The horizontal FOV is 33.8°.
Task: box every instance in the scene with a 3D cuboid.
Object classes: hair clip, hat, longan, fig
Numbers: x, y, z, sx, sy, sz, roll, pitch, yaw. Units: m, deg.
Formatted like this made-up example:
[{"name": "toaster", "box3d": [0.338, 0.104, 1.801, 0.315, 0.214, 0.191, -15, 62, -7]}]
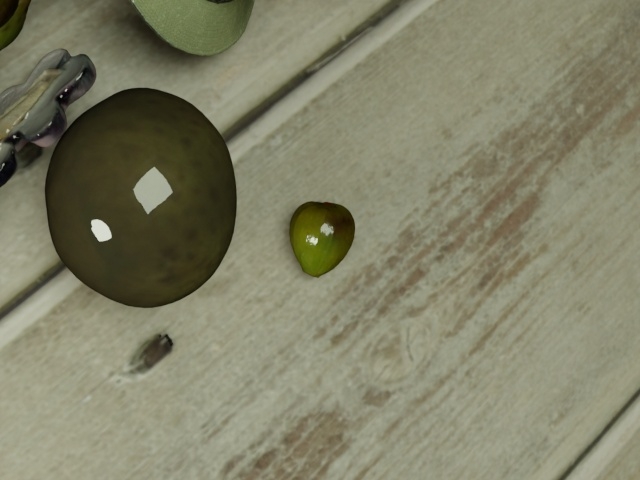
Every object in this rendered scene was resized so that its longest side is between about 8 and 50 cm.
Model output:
[{"name": "hair clip", "box3d": [-0.318, -0.093, 1.017, 0.257, 0.146, 0.075, -48, 122, -24]}, {"name": "hat", "box3d": [-0.094, -0.329, 1.082, 0.257, 0.130, 0.257, 18, 68, -55]}, {"name": "longan", "box3d": [-0.177, -0.045, 1.040, 0.196, 0.196, 0.220, 4, 80, -22]}, {"name": "fig", "box3d": [0.000, 0.000, 1.173, 0.074, 0.074, 0.088, 8, 102, -21]}]

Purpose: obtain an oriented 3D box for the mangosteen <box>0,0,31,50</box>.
[{"name": "mangosteen", "box3d": [-0.348, -0.362, 0.919, 0.381, 0.381, 0.421, -16, 97, -23]}]
